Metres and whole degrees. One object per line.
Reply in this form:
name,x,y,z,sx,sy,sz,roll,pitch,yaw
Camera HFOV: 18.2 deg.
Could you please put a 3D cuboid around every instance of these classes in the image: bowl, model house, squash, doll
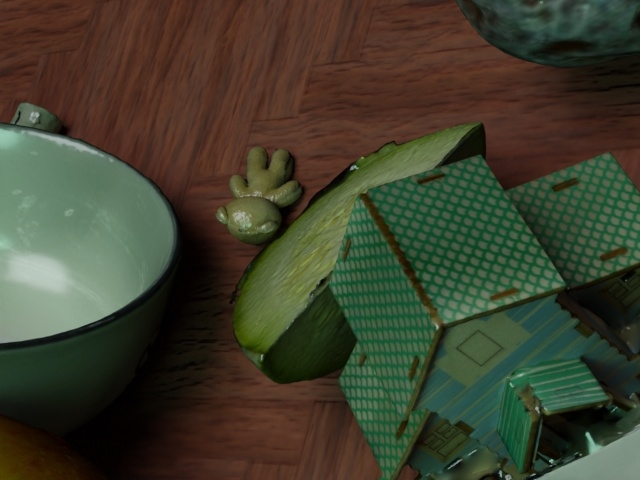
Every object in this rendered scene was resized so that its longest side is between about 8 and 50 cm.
bowl,-0.291,0.062,1.600,0.354,0.353,0.185,43,135,46
model house,0.112,0.057,1.303,0.271,0.206,0.178,-38,45,15
squash,0.000,0.000,1.468,0.155,0.204,0.237,40,74,24
doll,-0.047,-0.039,1.608,0.061,0.051,0.093,7,69,12

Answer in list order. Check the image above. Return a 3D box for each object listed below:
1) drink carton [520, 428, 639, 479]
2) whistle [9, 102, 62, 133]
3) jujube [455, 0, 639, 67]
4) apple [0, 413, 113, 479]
drink carton,0.298,0.156,1.094,0.324,0.194,0.132,-29,47,24
whistle,-0.308,-0.007,1.799,0.126,0.067,0.258,16,70,27
jujube,0.220,-0.246,1.373,0.308,0.246,0.215,-38,45,25
apple,-0.289,0.299,1.355,0.384,0.374,0.374,-43,42,38
